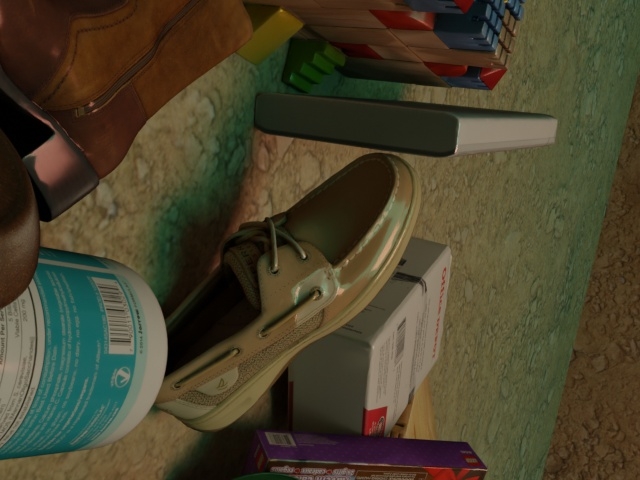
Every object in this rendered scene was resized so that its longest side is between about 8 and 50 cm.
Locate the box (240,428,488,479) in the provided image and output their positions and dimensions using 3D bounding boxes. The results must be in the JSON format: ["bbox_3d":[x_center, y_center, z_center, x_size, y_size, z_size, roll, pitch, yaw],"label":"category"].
[{"bbox_3d":[0.035,0.330,0.948,0.293,0.057,0.201,10,111,-25],"label":"box"}]

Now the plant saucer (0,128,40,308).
[{"bbox_3d":[-0.229,-0.047,0.435,0.036,0.199,0.198,-40,157,18],"label":"plant saucer"}]

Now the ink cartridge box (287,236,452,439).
[{"bbox_3d":[0.070,0.133,1.052,0.273,0.114,0.197,-40,140,-52],"label":"ink cartridge box"}]

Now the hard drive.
[{"bbox_3d":[0.119,-0.139,0.944,0.353,0.233,0.047,-13,112,-58],"label":"hard drive"}]

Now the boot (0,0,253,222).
[{"bbox_3d":[-0.150,-0.189,0.576,0.280,0.096,0.264,-52,143,-31],"label":"boot"}]

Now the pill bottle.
[{"bbox_3d":[-0.231,0.067,0.502,0.264,0.146,0.146,17,85,-60],"label":"pill bottle"}]

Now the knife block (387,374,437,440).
[{"bbox_3d":[0.139,0.321,1.304,0.242,0.088,0.276,16,87,-62],"label":"knife block"}]

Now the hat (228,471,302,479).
[{"bbox_3d":[-0.053,0.349,0.783,0.173,0.183,0.208,-45,120,6],"label":"hat"}]

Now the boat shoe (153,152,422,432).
[{"bbox_3d":[-0.040,0.039,0.761,0.341,0.121,0.110,-49,137,-1],"label":"boat shoe"}]

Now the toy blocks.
[{"bbox_3d":[0.088,-0.246,0.822,0.381,0.260,0.191,16,87,-61],"label":"toy blocks"}]
